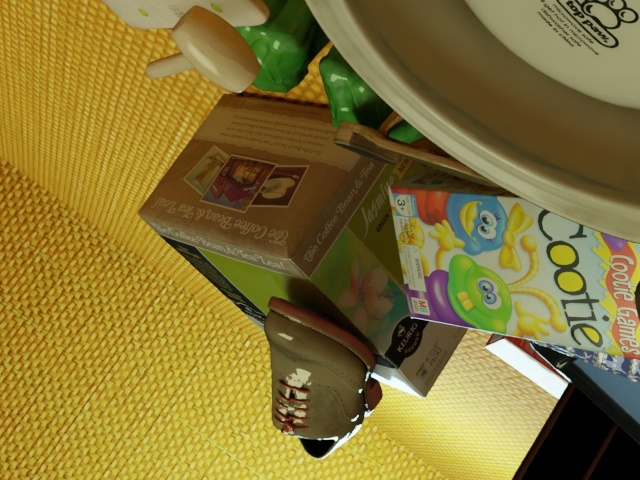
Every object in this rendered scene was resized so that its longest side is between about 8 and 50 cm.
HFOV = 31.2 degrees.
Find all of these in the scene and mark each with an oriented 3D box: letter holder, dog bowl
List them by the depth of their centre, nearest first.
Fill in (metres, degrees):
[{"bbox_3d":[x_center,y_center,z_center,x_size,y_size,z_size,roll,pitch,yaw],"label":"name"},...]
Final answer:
[{"bbox_3d":[0.179,-0.169,0.769,0.408,0.150,0.408,32,164,10],"label":"dog bowl"},{"bbox_3d":[0.345,0.258,1.417,0.152,0.302,0.214,30,164,17],"label":"letter holder"}]

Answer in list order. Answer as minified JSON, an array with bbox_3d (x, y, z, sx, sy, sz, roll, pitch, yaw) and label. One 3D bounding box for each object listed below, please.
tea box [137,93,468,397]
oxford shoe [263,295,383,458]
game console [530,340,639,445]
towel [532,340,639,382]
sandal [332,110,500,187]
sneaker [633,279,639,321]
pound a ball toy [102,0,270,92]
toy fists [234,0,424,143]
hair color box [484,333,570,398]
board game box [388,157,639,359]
[{"bbox_3d":[0.000,0.000,1.512,0.329,0.220,0.323,16,157,47],"label":"tea box"},{"bbox_3d":[-0.007,0.182,1.418,0.123,0.130,0.348,24,161,27],"label":"oxford shoe"},{"bbox_3d":[0.408,0.158,1.216,0.293,0.250,0.173,41,-154,-21],"label":"game console"},{"bbox_3d":[0.250,0.004,1.160,0.336,0.040,0.243,22,125,37],"label":"towel"},{"bbox_3d":[0.090,-0.109,1.051,0.088,0.079,0.240,19,-179,-29],"label":"sandal"},{"bbox_3d":[0.374,0.032,0.893,0.135,0.276,0.098,-38,65,48],"label":"sneaker"},{"bbox_3d":[-0.135,-0.255,1.049,0.136,0.208,0.319,45,162,-32],"label":"pound a ball toy"},{"bbox_3d":[0.002,-0.190,1.181,0.279,0.096,0.142,31,171,9],"label":"toy fists"},{"bbox_3d":[0.332,0.177,1.669,0.167,0.053,0.093,36,163,-1],"label":"hair color box"},{"bbox_3d":[0.220,0.002,1.050,0.275,0.144,0.142,8,116,44],"label":"board game box"}]
